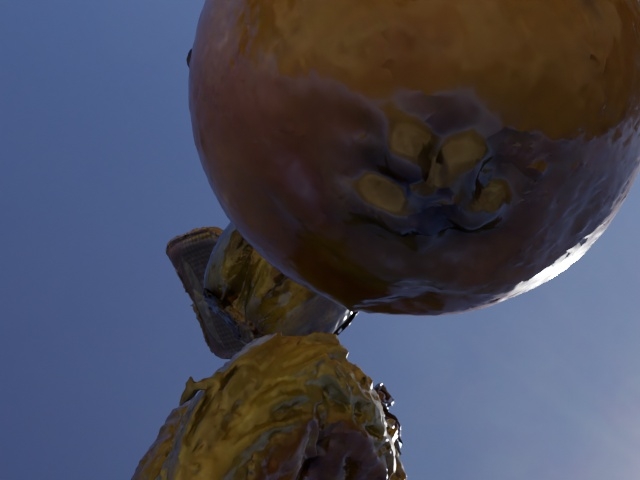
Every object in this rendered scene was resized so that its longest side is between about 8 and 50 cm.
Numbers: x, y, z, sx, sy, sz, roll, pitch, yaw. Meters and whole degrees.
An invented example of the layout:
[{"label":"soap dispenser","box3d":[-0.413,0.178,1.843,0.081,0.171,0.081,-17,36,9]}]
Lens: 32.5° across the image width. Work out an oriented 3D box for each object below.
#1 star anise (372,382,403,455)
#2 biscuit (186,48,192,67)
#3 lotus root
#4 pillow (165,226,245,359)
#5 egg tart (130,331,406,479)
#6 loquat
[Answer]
[{"label":"star anise","box3d":[0.085,0.260,1.657,0.157,0.053,0.212,28,-156,-53]},{"label":"biscuit","box3d":[-0.067,-0.154,1.428,0.172,0.254,0.029,-14,-170,36]},{"label":"lotus root","box3d":[0.000,0.000,1.154,0.275,0.160,0.152,-41,-135,-14]},{"label":"pillow","box3d":[-0.155,0.080,1.667,0.034,0.135,0.211,-34,-80,-48]},{"label":"egg tart","box3d":[-0.064,0.256,0.869,0.153,0.351,0.339,15,-114,33]},{"label":"loquat","box3d":[0.067,-0.100,0.756,0.328,0.328,0.328,12,-148,-8]}]
